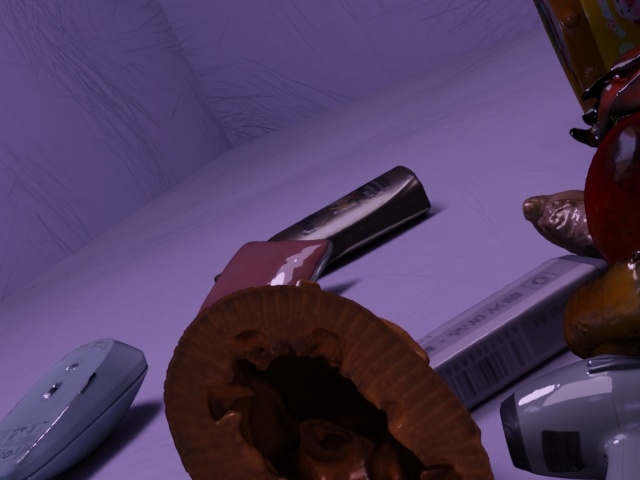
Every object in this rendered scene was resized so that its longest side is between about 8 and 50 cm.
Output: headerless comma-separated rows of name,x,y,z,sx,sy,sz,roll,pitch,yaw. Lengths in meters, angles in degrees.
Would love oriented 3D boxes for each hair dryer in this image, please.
hair dryer,0.257,0.143,0.730,0.229,0.092,0.267,-21,26,-3

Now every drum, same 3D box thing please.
drum,0.424,-0.373,1.667,0.214,0.431,0.431,-24,12,12

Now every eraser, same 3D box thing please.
eraser,0.158,0.101,1.083,0.352,0.061,0.089,-30,13,-15

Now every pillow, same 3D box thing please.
pillow,-0.075,0.068,1.631,0.179,0.075,0.171,-2,46,41

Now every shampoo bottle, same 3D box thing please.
shampoo bottle,0.000,0.000,1.786,0.350,0.084,0.125,-29,15,-9

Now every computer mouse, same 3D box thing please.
computer mouse,-0.323,0.236,1.444,0.159,0.097,0.288,-15,28,38

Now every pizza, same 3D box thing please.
pizza,0.307,0.053,0.892,0.287,0.074,0.251,-4,-14,-19

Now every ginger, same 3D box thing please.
ginger,0.295,-0.011,1.177,0.137,0.074,0.213,0,12,-19

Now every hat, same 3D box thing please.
hat,0.035,0.130,0.923,0.244,0.234,0.233,-3,7,18

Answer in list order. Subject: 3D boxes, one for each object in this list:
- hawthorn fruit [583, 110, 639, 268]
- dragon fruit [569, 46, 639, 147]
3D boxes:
hawthorn fruit,0.319,-0.042,1.000,0.185,0.185,0.202,-23,-22,17
dragon fruit,0.416,-0.153,1.358,0.188,0.182,0.182,-29,11,-37
